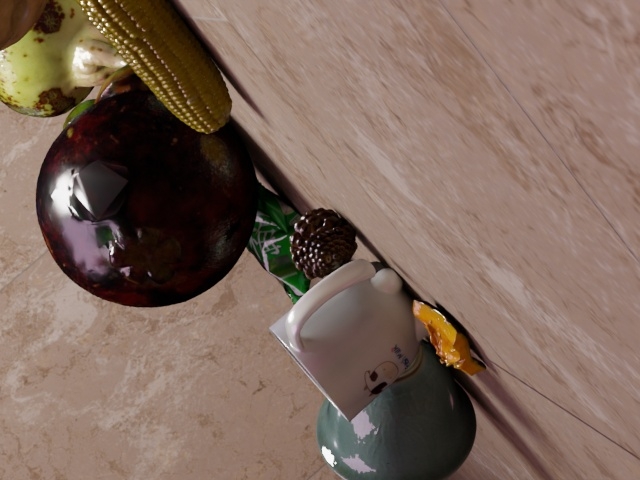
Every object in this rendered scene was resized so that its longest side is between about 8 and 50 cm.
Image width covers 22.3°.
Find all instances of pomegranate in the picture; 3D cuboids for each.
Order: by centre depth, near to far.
[{"bbox_3d":[-0.383,-0.275,2.339,0.276,0.204,0.222,42,157,35],"label":"pomegranate"}]

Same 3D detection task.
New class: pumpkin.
[{"bbox_3d":[0.125,0.100,1.639,0.073,0.035,0.101,49,178,40],"label":"pumpkin"}]

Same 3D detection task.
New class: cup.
[{"bbox_3d":[0.029,0.086,1.750,0.173,0.142,0.134,51,176,-28],"label":"cup"},{"bbox_3d":[0.086,0.181,1.947,0.199,0.199,0.150,46,156,37],"label":"cup"}]

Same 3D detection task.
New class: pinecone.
[{"bbox_3d":[0.000,0.000,1.770,0.077,0.077,0.083,53,-175,-36],"label":"pinecone"}]

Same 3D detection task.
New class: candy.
[{"bbox_3d":[-0.066,-0.020,2.217,0.141,0.078,0.203,26,144,52],"label":"candy"}]

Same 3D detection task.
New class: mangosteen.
[{"bbox_3d":[-0.227,-0.063,2.096,0.311,0.311,0.311,49,175,5],"label":"mangosteen"}]

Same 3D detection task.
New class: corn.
[{"bbox_3d":[-0.170,-0.206,1.687,0.231,0.080,0.080,50,176,-35],"label":"corn"}]

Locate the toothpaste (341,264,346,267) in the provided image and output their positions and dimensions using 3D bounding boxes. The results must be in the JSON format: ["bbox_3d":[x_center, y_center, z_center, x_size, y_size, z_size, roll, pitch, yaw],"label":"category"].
[{"bbox_3d":[0.056,0.064,1.992,0.064,0.041,0.218,45,-179,-19],"label":"toothpaste"}]

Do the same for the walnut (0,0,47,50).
[{"bbox_3d":[-0.436,-0.328,1.773,0.333,0.333,0.333,49,175,5],"label":"walnut"}]
